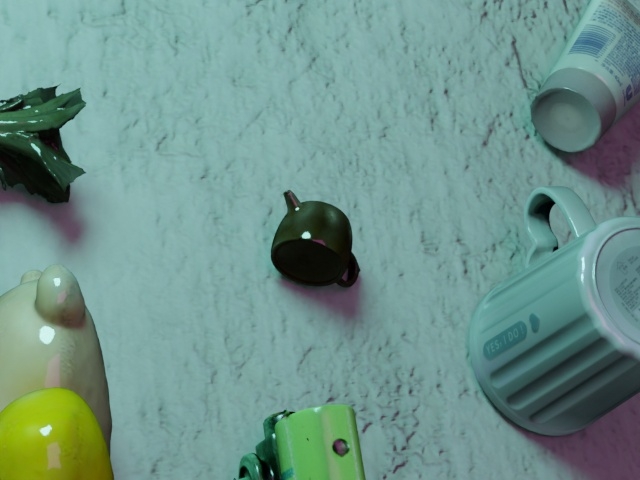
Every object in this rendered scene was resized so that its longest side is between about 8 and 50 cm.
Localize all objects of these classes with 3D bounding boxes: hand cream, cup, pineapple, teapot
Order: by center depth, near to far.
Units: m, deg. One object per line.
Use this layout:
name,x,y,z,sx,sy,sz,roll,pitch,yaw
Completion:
pineapple,-0.344,-0.097,1.408,0.277,0.119,0.130,4,48,-23
cup,0.244,0.059,1.528,0.167,0.202,0.221,-35,85,-32
teapot,0.000,0.000,1.531,0.121,0.076,0.068,44,46,-32
hand cream,0.313,-0.197,1.747,0.133,0.083,0.248,44,49,-1

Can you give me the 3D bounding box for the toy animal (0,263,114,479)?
toy animal,-0.283,0.183,1.238,0.247,0.277,0.345,-4,72,-9

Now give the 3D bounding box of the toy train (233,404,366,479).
toy train,0.002,0.260,1.368,0.105,0.157,0.253,0,69,-23
